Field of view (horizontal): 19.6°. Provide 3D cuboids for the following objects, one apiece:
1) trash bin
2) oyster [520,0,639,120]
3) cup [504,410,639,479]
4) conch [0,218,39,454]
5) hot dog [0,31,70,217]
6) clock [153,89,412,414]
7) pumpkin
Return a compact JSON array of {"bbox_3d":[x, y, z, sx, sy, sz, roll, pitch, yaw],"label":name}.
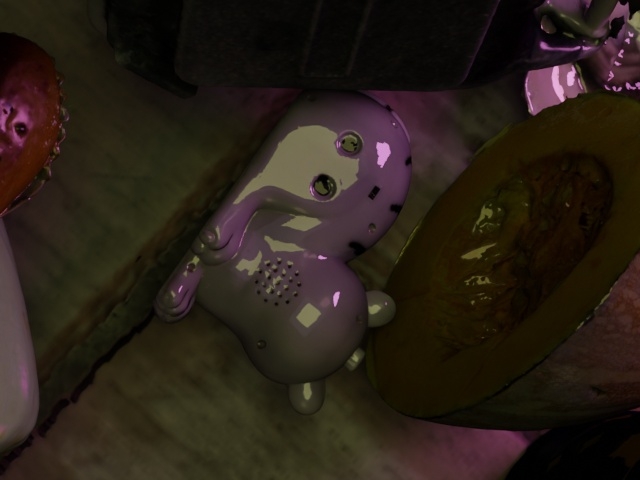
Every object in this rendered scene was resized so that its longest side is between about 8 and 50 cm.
[{"bbox_3d":[0.024,-0.277,0.994,0.296,0.256,0.367,0,65,-7],"label":"trash bin"},{"bbox_3d":[0.208,-0.114,1.098,0.214,0.083,0.223,31,97,5],"label":"oyster"},{"bbox_3d":[0.218,0.134,0.977,0.178,0.256,0.255,24,79,-5],"label":"cup"},{"bbox_3d":[-0.237,0.031,0.988,0.143,0.137,0.250,-31,70,31],"label":"conch"},{"bbox_3d":[-0.254,-0.038,0.914,0.270,0.082,0.162,-37,66,-27],"label":"hot dog"},{"bbox_3d":[0.000,0.000,1.049,0.117,0.080,0.176,35,80,-3],"label":"clock"},{"bbox_3d":[0.137,0.027,1.017,0.110,0.217,0.217,34,78,-20],"label":"pumpkin"}]
